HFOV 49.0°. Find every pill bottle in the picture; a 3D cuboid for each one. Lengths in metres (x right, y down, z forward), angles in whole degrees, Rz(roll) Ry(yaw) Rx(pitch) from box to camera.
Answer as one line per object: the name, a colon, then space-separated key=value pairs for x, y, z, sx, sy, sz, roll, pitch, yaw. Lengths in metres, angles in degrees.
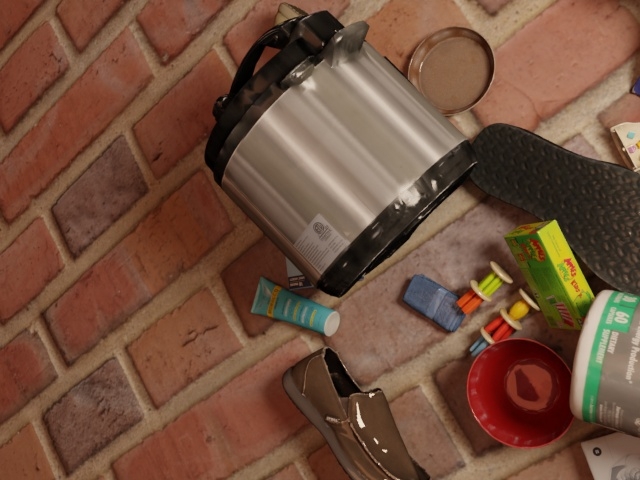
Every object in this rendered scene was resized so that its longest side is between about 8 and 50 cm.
pill bottle: x=0.553 y=0.202 z=0.973 sx=0.361 sy=0.204 sz=0.204 roll=12 pitch=93 yaw=30

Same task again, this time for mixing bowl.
mixing bowl: x=0.350 y=0.254 z=1.197 sx=0.181 sy=0.098 sz=0.181 roll=-2 pitch=86 yaw=28

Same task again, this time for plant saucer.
plant saucer: x=0.248 y=-0.316 z=1.318 sx=0.168 sy=0.029 sz=0.168 roll=-1 pitch=88 yaw=29

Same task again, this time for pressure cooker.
pressure cooker: x=0.011 y=-0.161 z=1.207 sx=0.420 sy=0.375 sz=0.370 roll=45 pitch=95 yaw=7

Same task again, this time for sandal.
sandal: x=0.443 y=-0.066 z=1.166 sx=0.446 sy=0.107 sz=0.167 roll=44 pitch=116 yaw=36

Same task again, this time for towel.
towel: x=0.216 y=0.116 z=1.315 sx=0.119 sy=0.029 sz=0.067 roll=32 pitch=101 yaw=25

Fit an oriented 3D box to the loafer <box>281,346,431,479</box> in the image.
loafer: x=0.076 y=0.341 z=1.320 sx=0.366 sy=0.134 sz=0.130 roll=43 pitch=107 yaw=23

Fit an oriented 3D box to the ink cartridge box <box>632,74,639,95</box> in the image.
ink cartridge box: x=0.627 y=-0.236 z=0.976 sx=0.330 sy=0.071 sz=0.324 roll=37 pitch=149 yaw=24

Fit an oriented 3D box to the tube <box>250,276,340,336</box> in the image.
tube: x=-0.057 y=0.141 z=1.455 sx=0.207 sy=0.052 sz=0.080 roll=17 pitch=86 yaw=34

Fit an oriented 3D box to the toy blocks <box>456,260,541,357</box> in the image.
toy blocks: x=0.297 y=0.129 z=1.248 sx=0.123 sy=0.054 sz=0.148 roll=44 pitch=108 yaw=9

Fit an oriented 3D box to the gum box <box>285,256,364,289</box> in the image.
gum box: x=0.000 y=0.000 z=1.429 sx=0.157 sy=0.041 sz=0.184 roll=-10 pitch=84 yaw=27

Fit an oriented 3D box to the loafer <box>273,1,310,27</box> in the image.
loafer: x=0.003 y=-0.372 z=1.415 sx=0.268 sy=0.102 sz=0.092 roll=45 pitch=118 yaw=20

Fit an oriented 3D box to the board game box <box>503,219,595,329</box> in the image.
board game box: x=0.384 y=0.059 z=1.158 sx=0.181 sy=0.043 sz=0.092 roll=61 pitch=159 yaw=-6

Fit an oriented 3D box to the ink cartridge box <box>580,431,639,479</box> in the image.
ink cartridge box: x=0.551 y=0.390 z=1.087 sx=0.223 sy=0.045 sz=0.224 roll=-30 pitch=66 yaw=28

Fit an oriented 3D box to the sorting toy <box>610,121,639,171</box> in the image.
sorting toy: x=0.531 y=-0.161 z=1.154 sx=0.075 sy=0.045 sz=0.083 roll=-26 pitch=75 yaw=17
